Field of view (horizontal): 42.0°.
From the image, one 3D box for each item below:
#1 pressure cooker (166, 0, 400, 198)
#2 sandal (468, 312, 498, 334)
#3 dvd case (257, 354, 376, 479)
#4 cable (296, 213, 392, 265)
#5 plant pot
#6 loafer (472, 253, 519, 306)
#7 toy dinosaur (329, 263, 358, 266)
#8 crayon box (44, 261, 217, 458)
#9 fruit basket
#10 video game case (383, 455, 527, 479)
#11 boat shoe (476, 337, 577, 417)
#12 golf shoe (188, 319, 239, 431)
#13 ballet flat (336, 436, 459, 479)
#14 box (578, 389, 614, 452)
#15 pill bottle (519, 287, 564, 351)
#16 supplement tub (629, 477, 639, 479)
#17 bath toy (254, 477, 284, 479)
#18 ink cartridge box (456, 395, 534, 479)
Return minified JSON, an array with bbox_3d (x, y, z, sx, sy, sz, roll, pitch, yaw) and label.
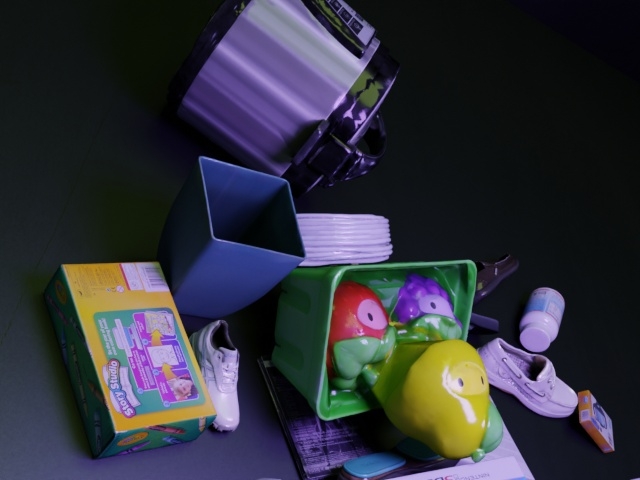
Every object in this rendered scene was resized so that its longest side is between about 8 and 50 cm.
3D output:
[{"bbox_3d":[-0.044,-0.292,1.658,0.420,0.375,0.370,38,68,-7],"label":"pressure cooker"},{"bbox_3d":[0.270,0.173,1.708,0.255,0.097,0.054,15,72,-31],"label":"sandal"},{"bbox_3d":[-0.003,0.289,1.404,0.165,0.018,0.221,3,53,-41],"label":"dvd case"},{"bbox_3d":[0.000,0.000,1.509,0.257,0.257,0.089,-3,89,-4],"label":"cable"},{"bbox_3d":[-0.167,0.017,1.343,0.166,0.234,0.165,14,45,-34],"label":"plant pot"},{"bbox_3d":[0.384,0.072,1.910,0.078,0.080,0.220,50,38,8],"label":"loafer"},{"bbox_3d":[0.063,0.065,1.670,0.093,0.053,0.183,32,43,-39],"label":"toy dinosaur"},{"bbox_3d":[-0.281,0.165,1.223,0.165,0.081,0.278,0,54,-42],"label":"crayon box"},{"bbox_3d":[0.147,0.178,1.357,0.392,0.282,0.392,7,9,-1],"label":"fruit basket"},{"bbox_3d":[0.231,0.453,1.185,0.244,0.061,0.269,-3,48,-27],"label":"video game case"},{"bbox_3d":[0.448,0.286,1.744,0.277,0.096,0.098,27,37,-22],"label":"boat shoe"},{"bbox_3d":[-0.157,0.206,1.293,0.069,0.086,0.176,6,52,-41],"label":"golf shoe"},{"bbox_3d":[0.138,0.383,1.382,0.280,0.096,0.095,-8,17,-35],"label":"ballet flat"},{"bbox_3d":[0.598,0.395,1.797,0.136,0.028,0.081,46,36,-28],"label":"box"},{"bbox_3d":[0.503,0.183,1.903,0.087,0.087,0.160,41,38,-1],"label":"pill bottle"},{"bbox_3d":[0.543,0.561,1.335,0.194,0.193,0.316,9,44,-36],"label":"supplement tub"},{"bbox_3d":[0.000,0.472,1.138,0.151,0.129,0.348,-14,63,-48],"label":"bath toy"},{"bbox_3d":[0.279,0.365,1.574,0.189,0.066,0.232,21,21,-25],"label":"ink cartridge box"}]
